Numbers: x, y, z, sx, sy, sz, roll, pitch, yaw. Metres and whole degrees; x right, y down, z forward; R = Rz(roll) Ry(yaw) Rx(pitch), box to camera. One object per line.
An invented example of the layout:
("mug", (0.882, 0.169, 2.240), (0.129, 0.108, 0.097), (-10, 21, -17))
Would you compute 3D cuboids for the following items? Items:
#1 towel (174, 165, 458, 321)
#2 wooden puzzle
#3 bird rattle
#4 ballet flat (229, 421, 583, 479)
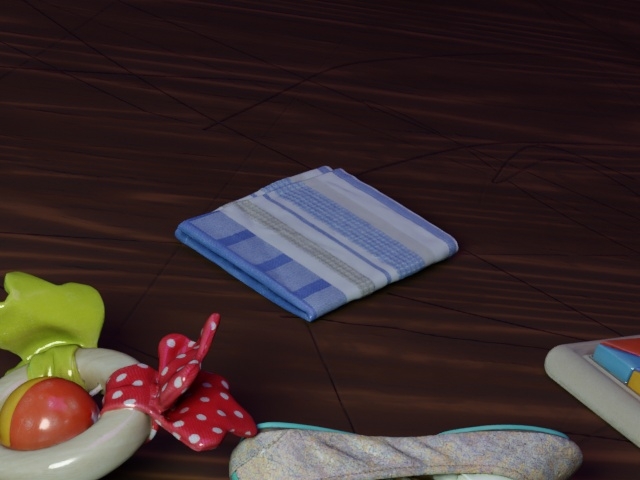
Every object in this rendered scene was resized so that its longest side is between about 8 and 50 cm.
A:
("towel", (0.000, 0.000, 1.803), (0.209, 0.034, 0.285), (32, 33, 27))
("wooden puzzle", (0.386, 0.154, 1.682), (0.239, 0.044, 0.221), (-9, 35, -38))
("bird rattle", (-0.191, 0.141, 1.326), (0.254, 0.143, 0.207), (23, 49, 34))
("ballet flat", (0.079, 0.218, 1.359), (0.316, 0.107, 0.106), (1, 47, -13))
